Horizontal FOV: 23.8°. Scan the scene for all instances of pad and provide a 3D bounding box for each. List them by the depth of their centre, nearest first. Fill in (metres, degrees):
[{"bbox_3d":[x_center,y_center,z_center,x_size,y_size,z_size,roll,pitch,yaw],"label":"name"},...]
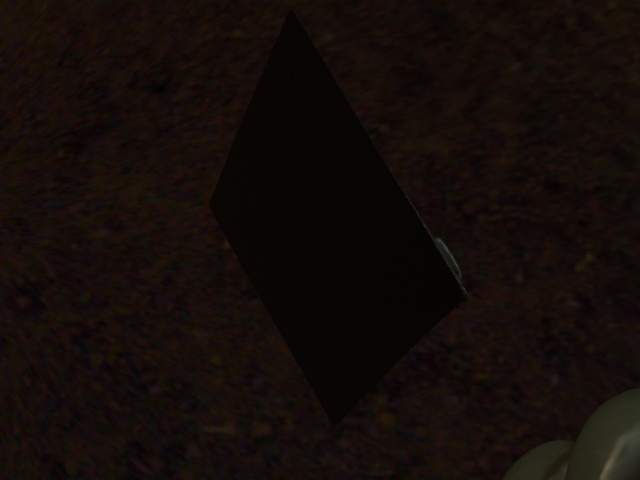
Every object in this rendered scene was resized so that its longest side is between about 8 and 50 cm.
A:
[{"bbox_3d":[-0.001,0.000,0.805,0.009,0.265,0.160,-27,79,-21],"label":"pad"}]

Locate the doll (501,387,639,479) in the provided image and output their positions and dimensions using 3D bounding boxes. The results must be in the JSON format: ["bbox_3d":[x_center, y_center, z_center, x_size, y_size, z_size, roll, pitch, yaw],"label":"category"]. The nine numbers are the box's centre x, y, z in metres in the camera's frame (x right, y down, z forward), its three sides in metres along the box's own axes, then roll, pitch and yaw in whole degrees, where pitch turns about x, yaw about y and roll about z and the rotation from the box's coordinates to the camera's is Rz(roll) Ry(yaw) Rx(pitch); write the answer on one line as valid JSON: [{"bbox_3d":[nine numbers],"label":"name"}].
[{"bbox_3d":[0.160,0.242,0.682,0.174,0.235,0.330,16,65,-18],"label":"doll"}]
